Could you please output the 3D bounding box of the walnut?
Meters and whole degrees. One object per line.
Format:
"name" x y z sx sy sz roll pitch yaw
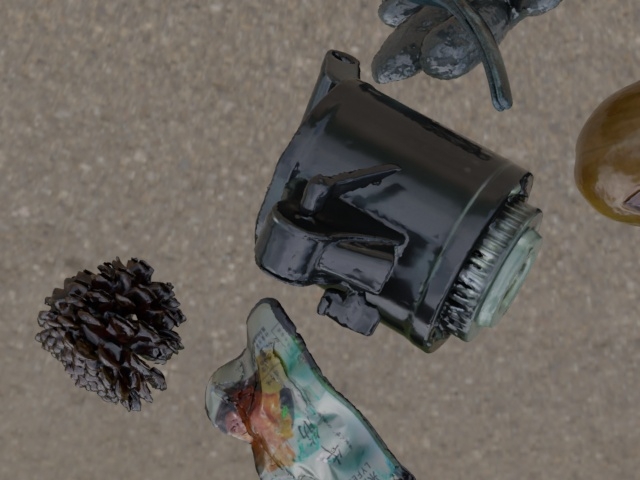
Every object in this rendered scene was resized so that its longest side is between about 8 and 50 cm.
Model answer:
"walnut" 0.444 -0.117 1.482 0.298 0.203 0.203 -17 127 22

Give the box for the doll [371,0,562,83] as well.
"doll" 0.183 -0.310 1.478 0.246 0.340 0.158 4 124 47

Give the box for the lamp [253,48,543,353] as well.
"lamp" 0.083 -0.024 1.252 0.272 0.374 0.205 23 115 -2

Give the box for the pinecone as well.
"pinecone" -0.293 0.124 1.817 0.221 0.221 0.221 2 130 2

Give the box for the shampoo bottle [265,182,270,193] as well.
"shampoo bottle" 0.000 0.000 1.805 0.072 0.072 0.214 -18 121 18

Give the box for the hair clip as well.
"hair clip" 0.147 -0.215 1.287 0.039 0.229 0.070 22 119 -39

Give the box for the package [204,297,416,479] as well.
"package" -0.023 0.180 1.166 0.232 0.040 0.166 54 130 18
